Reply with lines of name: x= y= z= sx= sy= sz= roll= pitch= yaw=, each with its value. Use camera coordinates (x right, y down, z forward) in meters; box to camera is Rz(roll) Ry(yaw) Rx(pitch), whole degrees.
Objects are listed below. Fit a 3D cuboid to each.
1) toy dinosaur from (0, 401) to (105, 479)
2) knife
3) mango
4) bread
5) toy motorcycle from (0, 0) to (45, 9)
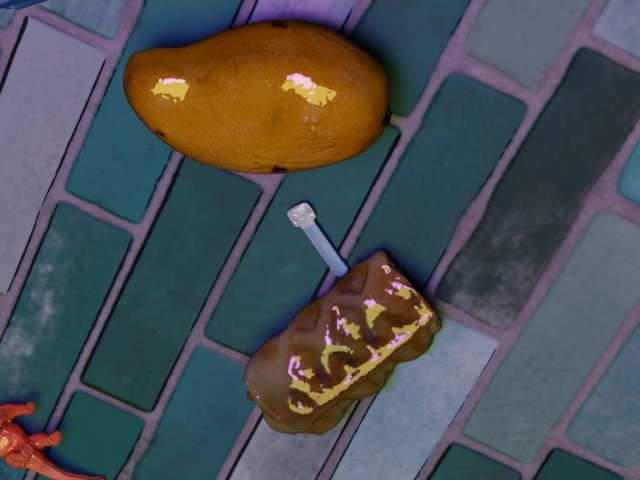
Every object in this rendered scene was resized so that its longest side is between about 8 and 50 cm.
toy dinosaur: x=-0.365 y=0.210 z=1.894 sx=0.279 sy=0.055 sz=0.101 roll=40 pitch=139 yaw=-15
knife: x=0.000 y=0.000 z=1.756 sx=0.027 sy=0.010 sz=0.096 roll=-27 pitch=113 yaw=20
mango: x=-0.059 y=-0.142 z=1.638 sx=0.262 sy=0.109 sz=0.157 roll=7 pitch=128 yaw=10
bread: x=0.023 y=0.123 z=1.779 sx=0.232 sy=0.088 sz=0.128 roll=-39 pitch=115 yaw=19
toy motorcycle: x=-0.168 y=-0.304 z=1.495 sx=0.416 sy=0.232 sz=0.172 roll=-18 pitch=116 yaw=18
